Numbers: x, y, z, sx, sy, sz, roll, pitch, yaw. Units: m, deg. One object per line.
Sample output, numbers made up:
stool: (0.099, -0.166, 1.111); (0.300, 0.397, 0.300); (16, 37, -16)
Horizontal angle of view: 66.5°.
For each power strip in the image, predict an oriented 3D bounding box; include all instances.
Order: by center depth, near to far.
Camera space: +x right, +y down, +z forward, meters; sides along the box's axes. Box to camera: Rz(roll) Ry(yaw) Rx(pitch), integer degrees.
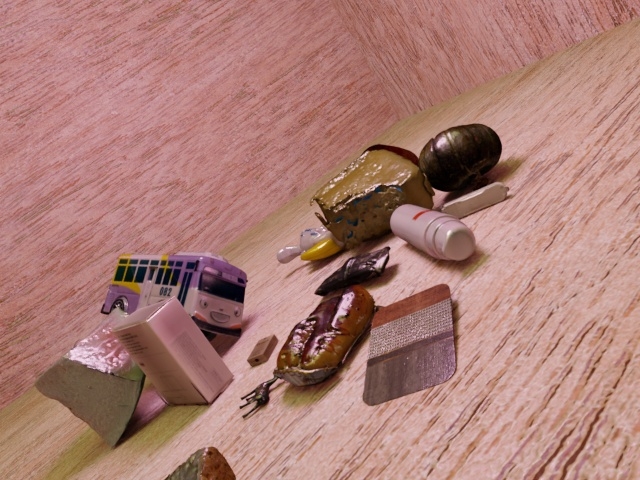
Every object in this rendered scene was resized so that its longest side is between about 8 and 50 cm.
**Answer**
power strip: (0.380, -0.094, 1.223); (0.191, 0.047, 0.030); (-24, 12, 30)

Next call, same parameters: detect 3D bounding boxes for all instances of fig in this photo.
fig: (0.237, -0.234, 1.710); (0.235, 0.235, 0.214); (-59, -9, -62)

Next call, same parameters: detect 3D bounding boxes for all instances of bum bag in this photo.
bum bag: (0.086, 0.078, 1.245); (0.248, 0.069, 0.102); (-24, 32, 41)

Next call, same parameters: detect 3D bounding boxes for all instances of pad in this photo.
pad: (0.200, 0.117, 0.800); (0.323, 0.055, 0.250); (-47, 12, 29)

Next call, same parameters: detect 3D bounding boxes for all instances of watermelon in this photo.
watermelon: (-0.601, 0.346, 1.281); (0.228, 0.259, 0.387); (-56, 45, 29)

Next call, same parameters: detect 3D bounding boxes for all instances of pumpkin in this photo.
pumpkin: (0.395, -0.229, 1.382); (0.238, 0.159, 0.238); (-19, -18, -6)

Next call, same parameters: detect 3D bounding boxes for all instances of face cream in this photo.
face cream: (0.256, -0.021, 1.134); (0.102, 0.101, 0.345); (-34, 13, -3)

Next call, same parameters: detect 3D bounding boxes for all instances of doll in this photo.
doll: (0.000, 0.000, 1.634); (0.237, 0.111, 0.252); (-43, 25, -31)

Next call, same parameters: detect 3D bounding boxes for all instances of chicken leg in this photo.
chicken leg: (0.445, -0.155, 1.343); (0.083, 0.021, 0.036); (-42, -5, -37)

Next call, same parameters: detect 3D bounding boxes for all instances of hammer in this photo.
hammer: (0.159, 0.140, 0.966); (0.062, 0.017, 0.182); (-37, 13, -20)

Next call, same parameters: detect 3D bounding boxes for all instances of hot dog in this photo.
hot dog: (0.009, 0.187, 0.994); (0.163, 0.081, 0.270); (-15, 23, 41)

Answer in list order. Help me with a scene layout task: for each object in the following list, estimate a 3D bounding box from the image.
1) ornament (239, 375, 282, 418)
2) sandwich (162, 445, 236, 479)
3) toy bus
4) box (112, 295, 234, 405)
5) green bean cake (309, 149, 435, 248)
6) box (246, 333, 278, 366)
ornament: (-0.108, 0.302, 0.986); (0.125, 0.028, 0.073); (-34, 12, 3)
sandwich: (-0.210, 0.431, 0.608); (0.271, 0.099, 0.301); (-36, 15, -11)
toy bus: (-0.436, 0.161, 1.489); (0.440, 0.209, 0.249); (0, 71, 37)
box: (-0.359, 0.274, 1.178); (0.203, 0.251, 0.106); (-20, 18, 45)
green bean cake: (0.159, -0.097, 1.437); (0.310, 0.202, 0.285); (-35, 32, 0)
box: (-0.141, 0.267, 1.191); (0.053, 0.024, 0.083); (-26, 13, 25)
